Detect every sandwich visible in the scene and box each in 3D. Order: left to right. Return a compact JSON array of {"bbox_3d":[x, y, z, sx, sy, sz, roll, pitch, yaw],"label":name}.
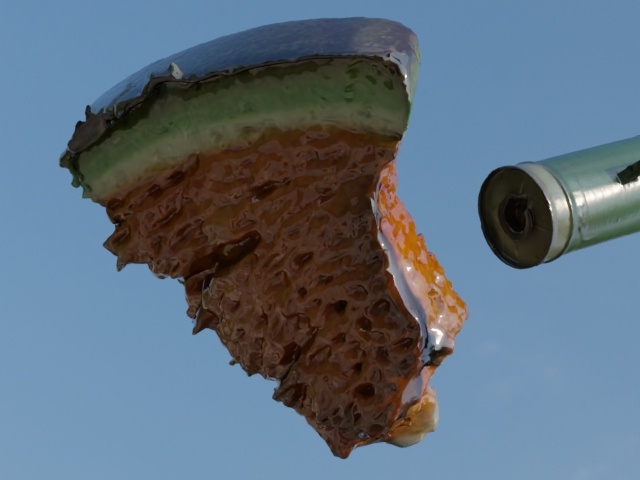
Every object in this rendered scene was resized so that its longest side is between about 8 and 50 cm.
[{"bbox_3d":[0.000,0.000,1.082,0.250,0.162,0.301,-19,-81,26],"label":"sandwich"}]

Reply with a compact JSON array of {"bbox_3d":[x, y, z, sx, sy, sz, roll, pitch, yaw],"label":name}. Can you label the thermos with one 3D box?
[{"bbox_3d":[0.204,-0.039,1.159,0.073,0.188,0.083,41,-48,37],"label":"thermos"}]
